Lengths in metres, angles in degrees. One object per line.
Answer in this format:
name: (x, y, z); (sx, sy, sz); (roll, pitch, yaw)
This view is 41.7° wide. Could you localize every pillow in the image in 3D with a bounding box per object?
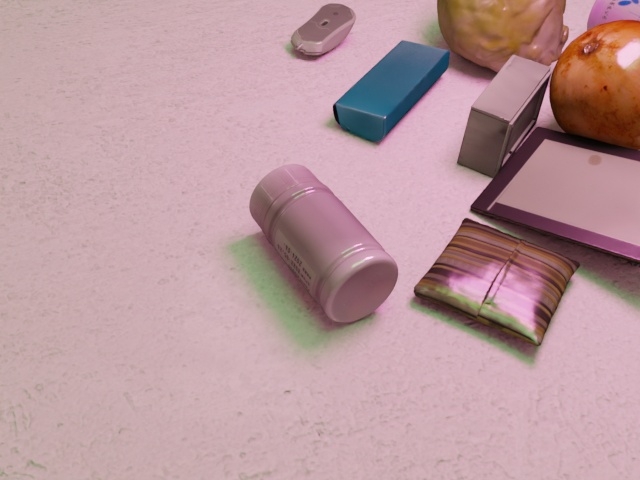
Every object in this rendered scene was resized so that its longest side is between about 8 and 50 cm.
pillow: (0.282, 0.057, 1.328); (0.208, 0.052, 0.212); (22, 44, 21)

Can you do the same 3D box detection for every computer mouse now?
computer mouse: (0.005, -0.450, 1.834); (0.089, 0.056, 0.182); (28, 56, 24)

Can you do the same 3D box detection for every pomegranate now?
pomegranate: (0.573, -0.273, 1.573); (0.270, 0.252, 0.229); (35, 68, -25)

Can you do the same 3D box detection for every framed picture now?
framed picture: (0.471, -0.085, 1.448); (0.347, 0.016, 0.265); (20, 51, 33)

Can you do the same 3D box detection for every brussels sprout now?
brussels sprout: (0.388, -0.501, 1.795); (0.273, 0.317, 0.242); (-1, 8, 18)

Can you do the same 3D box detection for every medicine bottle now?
medicine bottle: (0.736, -0.467, 1.865); (0.152, 0.152, 0.254); (-29, 53, -31)
medicine bottle: (0.000, 0.000, 1.299); (0.133, 0.133, 0.250); (-21, 50, -26)

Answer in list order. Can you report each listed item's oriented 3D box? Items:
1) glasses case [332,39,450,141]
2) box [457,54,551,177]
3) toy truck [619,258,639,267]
glasses case: (0.147, -0.305, 1.693); (0.117, 0.070, 0.301); (21, 47, 24)
box: (0.350, -0.238, 1.593); (0.086, 0.129, 0.225); (25, 46, 18)
toy truck: (0.532, -0.037, 1.450); (0.088, 0.074, 0.202); (-3, 44, 3)
